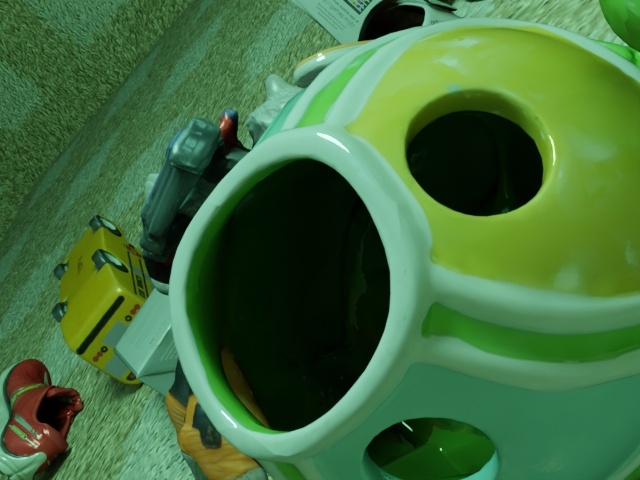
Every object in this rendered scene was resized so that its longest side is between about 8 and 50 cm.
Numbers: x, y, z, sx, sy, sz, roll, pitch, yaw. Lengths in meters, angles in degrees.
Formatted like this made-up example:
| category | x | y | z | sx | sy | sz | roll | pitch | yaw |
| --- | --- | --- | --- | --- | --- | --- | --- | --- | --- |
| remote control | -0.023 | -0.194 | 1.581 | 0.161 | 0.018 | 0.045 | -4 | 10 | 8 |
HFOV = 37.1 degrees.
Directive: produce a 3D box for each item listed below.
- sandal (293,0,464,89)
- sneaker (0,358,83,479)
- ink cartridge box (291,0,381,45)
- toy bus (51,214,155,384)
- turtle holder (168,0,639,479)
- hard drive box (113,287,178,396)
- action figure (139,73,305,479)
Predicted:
| category | x | y | z | sx | sy | sz | roll | pitch | yaw |
| --- | --- | --- | --- | --- | --- | --- | --- | --- | --- |
| sandal | 0.070 | -0.193 | 0.888 | 0.102 | 0.076 | 0.265 | -19 | -2 | 40 |
| sneaker | -0.394 | 0.245 | 1.365 | 0.118 | 0.107 | 0.279 | -33 | 25 | 0 |
| ink cartridge box | 0.090 | -0.395 | 1.209 | 0.272 | 0.130 | 0.309 | -46 | 14 | 17 |
| toy bus | -0.288 | 0.070 | 1.327 | 0.108 | 0.130 | 0.332 | -53 | 21 | 4 |
| turtle holder | 0.081 | 0.011 | 0.433 | 0.320 | 0.227 | 0.243 | -18 | 78 | 41 |
| hard drive box | -0.121 | 0.074 | 0.993 | 0.181 | 0.089 | 0.232 | -57 | 15 | -9 |
| action figure | -0.044 | 0.049 | 0.684 | 0.341 | 0.179 | 0.330 | 146 | 136 | -84 |
